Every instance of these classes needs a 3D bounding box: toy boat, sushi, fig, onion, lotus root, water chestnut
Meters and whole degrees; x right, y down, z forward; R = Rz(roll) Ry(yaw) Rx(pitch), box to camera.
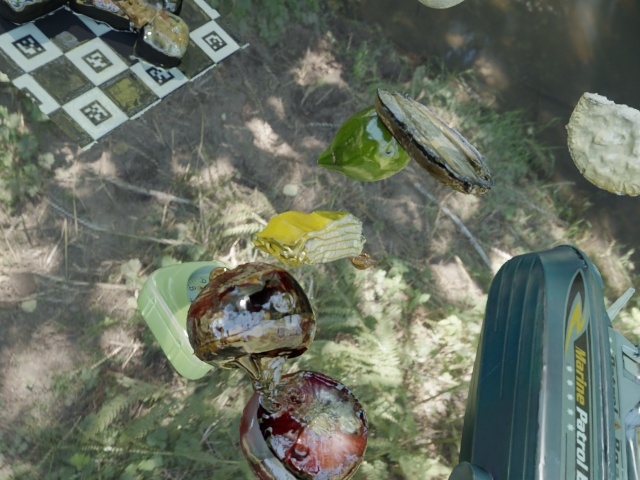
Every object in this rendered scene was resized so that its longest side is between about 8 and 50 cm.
[{"bbox_3d":[0.164,0.117,0.443,0.122,0.114,0.296,25,52,-4],"label":"toy boat"},{"bbox_3d":[0.118,0.061,1.820,0.099,0.047,0.050,22,71,39],"label":"sushi"},{"bbox_3d":[0.105,-0.196,1.372,0.167,0.233,0.167,32,30,-21],"label":"fig"},{"bbox_3d":[-0.042,0.417,1.315,0.272,0.195,0.272,7,54,-10],"label":"onion"},{"bbox_3d":[-0.319,-0.349,0.891,0.343,0.064,0.359,45,54,-2],"label":"sushi"},{"bbox_3d":[0.200,-0.167,1.152,0.167,0.078,0.329,8,35,-29],"label":"lotus root"},{"bbox_3d":[-0.116,0.151,1.079,0.224,0.223,0.238,-3,68,-23],"label":"water chestnut"}]

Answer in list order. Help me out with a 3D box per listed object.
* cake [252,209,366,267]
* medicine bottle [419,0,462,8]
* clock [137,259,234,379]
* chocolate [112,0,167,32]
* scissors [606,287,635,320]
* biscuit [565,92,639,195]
[{"bbox_3d":[0.001,-0.004,0.923,0.185,0.116,0.079,8,100,-22],"label":"cake"},{"bbox_3d":[0.233,-0.459,0.723,0.375,0.282,0.123,-33,60,9],"label":"medicine bottle"},{"bbox_3d":[-0.212,0.152,1.337,0.308,0.096,0.235,-10,55,-49],"label":"clock"},{"bbox_3d":[-0.205,-0.282,0.447,0.065,0.329,0.102,-19,67,14],"label":"chocolate"},{"bbox_3d":[0.579,0.197,1.331,0.383,0.256,0.029,-36,109,-44],"label":"scissors"},{"bbox_3d":[0.651,-0.187,1.335,0.281,0.179,0.084,36,29,31],"label":"biscuit"}]
